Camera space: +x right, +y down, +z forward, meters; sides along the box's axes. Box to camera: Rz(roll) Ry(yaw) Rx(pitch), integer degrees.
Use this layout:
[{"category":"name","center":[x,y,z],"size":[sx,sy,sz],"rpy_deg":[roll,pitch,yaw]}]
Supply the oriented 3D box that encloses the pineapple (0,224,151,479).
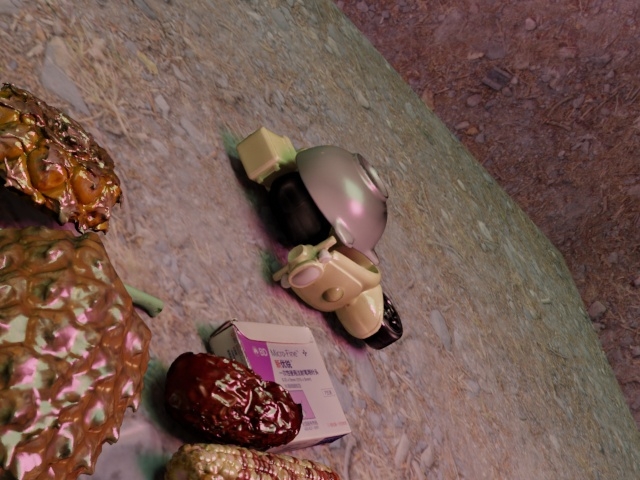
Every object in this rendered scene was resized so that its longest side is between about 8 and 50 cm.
[{"category":"pineapple","center":[-0.261,0.152,0.523],"size":[0.202,0.202,0.362],"rpy_deg":[49,33,-19]}]

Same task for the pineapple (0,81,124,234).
[{"category":"pineapple","center":[-0.289,-0.095,0.829],"size":[0.225,0.076,0.225],"rpy_deg":[43,3,-3]}]

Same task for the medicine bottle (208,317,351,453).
[{"category":"medicine bottle","center":[-0.053,0.195,1.037],"size":[0.201,0.052,0.171],"rpy_deg":[17,46,-58]}]

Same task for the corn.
[{"category":"corn","center":[-0.067,0.277,0.865],"size":[0.253,0.086,0.086],"rpy_deg":[30,35,-46]}]

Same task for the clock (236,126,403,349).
[{"category":"clock","center":[0.000,0.000,1.315],"size":[0.276,0.120,0.379],"rpy_deg":[24,35,-56]}]

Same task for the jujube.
[{"category":"jujube","center":[-0.098,0.185,0.872],"size":[0.166,0.104,0.104],"rpy_deg":[24,32,-10]}]

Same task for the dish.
[{"category":"dish","center":[0.061,-0.080,1.291],"size":[0.228,0.086,0.236],"rpy_deg":[36,26,-51]}]

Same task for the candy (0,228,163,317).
[{"category":"candy","center":[-0.297,0.003,0.761],"size":[0.440,0.119,0.119],"rpy_deg":[34,32,-55]}]
